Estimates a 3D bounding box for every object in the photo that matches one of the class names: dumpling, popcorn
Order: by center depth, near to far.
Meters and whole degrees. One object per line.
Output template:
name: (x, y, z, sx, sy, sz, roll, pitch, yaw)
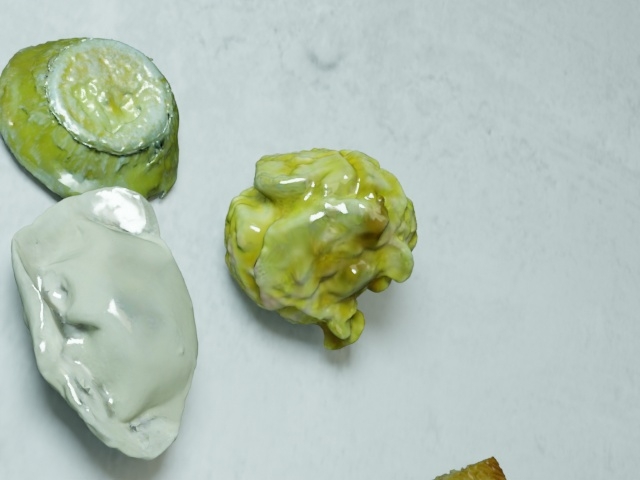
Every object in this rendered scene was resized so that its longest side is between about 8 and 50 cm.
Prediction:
dumpling: (-0.186, 0.071, 1.081, 0.162, 0.132, 0.250, 1, 67, -36)
popcorn: (0.000, 0.000, 1.207, 0.187, 0.167, 0.186, 25, 86, 4)

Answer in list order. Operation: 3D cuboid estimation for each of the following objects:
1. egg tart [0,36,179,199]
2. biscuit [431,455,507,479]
egg tart: (-0.214, -0.121, 1.191, 0.197, 0.078, 0.197, 12, 63, -24)
biscuit: (0.126, 0.303, 1.231, 0.206, 0.025, 0.126, -23, 81, -36)
